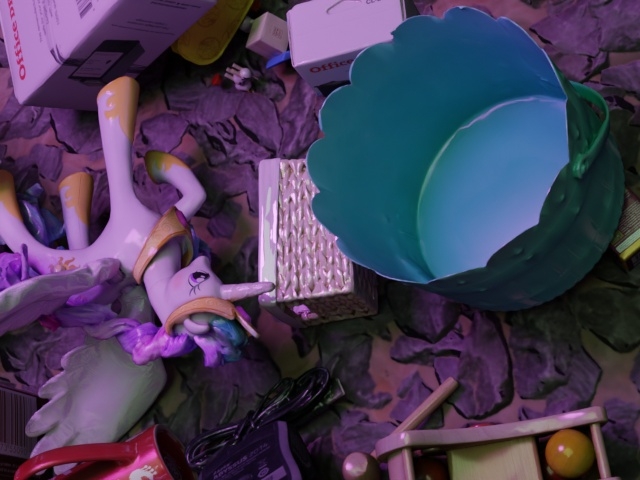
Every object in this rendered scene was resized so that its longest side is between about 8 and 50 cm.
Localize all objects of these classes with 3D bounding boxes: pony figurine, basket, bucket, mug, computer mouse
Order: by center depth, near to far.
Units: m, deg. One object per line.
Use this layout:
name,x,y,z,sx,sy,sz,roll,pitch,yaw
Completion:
bucket,0.148,-0.068,0.999,0.281,0.183,0.281,-13,67,33
computer mouse,-0.050,0.242,1.005,0.189,0.072,0.272,-31,18,9
mug,-0.227,0.272,1.089,0.169,0.150,0.113,-30,66,5
basket,0.000,0.000,1.106,0.103,0.113,0.167,-8,70,18
pony figurine,-0.248,0.044,1.108,0.351,0.303,0.363,-35,54,4

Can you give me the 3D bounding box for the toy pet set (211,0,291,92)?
toy pet set,-0.066,-0.242,1.263,0.114,0.065,0.122,-12,59,57

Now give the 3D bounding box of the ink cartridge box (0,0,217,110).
ink cartridge box,-0.269,-0.311,1.241,0.289,0.122,0.211,-29,69,44

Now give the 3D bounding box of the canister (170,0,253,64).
canister,-0.170,-0.312,1.289,0.170,0.073,0.126,45,108,39

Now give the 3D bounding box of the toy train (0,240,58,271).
toy train,-0.390,0.031,1.299,0.166,0.046,0.125,23,92,25

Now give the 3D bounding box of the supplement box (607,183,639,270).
supplement box,0.297,-0.020,1.028,0.055,0.043,0.083,-40,62,7

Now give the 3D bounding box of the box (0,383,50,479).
box,-0.434,0.259,1.163,0.203,0.168,0.167,-14,68,18

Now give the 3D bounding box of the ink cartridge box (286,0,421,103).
ink cartridge box,0.055,-0.193,1.115,0.128,0.175,0.072,-12,67,19

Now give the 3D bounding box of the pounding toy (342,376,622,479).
pounding toy,0.132,0.185,0.961,0.270,0.154,0.154,-14,67,17
